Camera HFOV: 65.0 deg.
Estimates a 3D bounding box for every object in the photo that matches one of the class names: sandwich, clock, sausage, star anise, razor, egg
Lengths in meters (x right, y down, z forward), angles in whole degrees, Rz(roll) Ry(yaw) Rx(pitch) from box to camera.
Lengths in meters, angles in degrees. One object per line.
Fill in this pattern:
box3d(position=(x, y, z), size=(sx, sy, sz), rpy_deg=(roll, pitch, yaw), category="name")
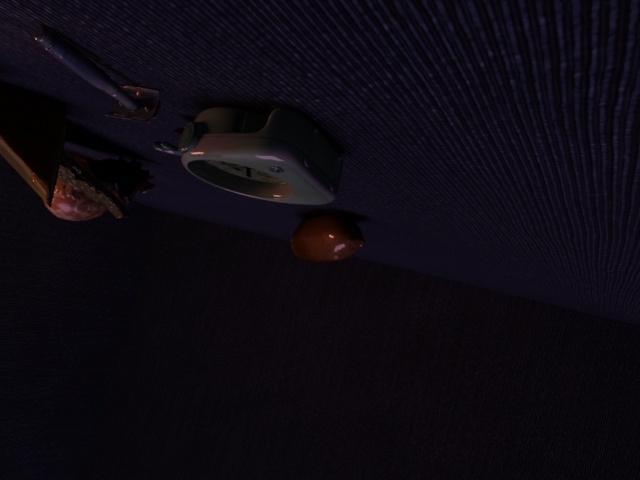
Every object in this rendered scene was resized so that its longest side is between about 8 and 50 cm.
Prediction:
box3d(position=(-0.496, -0.155, 0.772), size=(0.188, 0.144, 0.117), rpy_deg=(16, 158, -21), category="sandwich")
box3d(position=(-0.090, -0.098, 0.587), size=(0.211, 0.065, 0.159), rpy_deg=(9, 169, 23), category="clock")
box3d(position=(-0.003, -0.001, 1.320), size=(0.136, 0.123, 0.501), rpy_deg=(14, 176, -9), category="sausage")
box3d(position=(-0.488, -0.117, 1.191), size=(0.148, 0.218, 0.227), rpy_deg=(17, 134, -25), category="star anise")
box3d(position=(-0.231, -0.171, 0.513), size=(0.068, 0.040, 0.135), rpy_deg=(13, 169, 22), category="razor")
box3d(position=(-0.713, -0.151, 1.480), size=(0.195, 0.194, 0.233), rpy_deg=(15, -172, 9), category="egg")

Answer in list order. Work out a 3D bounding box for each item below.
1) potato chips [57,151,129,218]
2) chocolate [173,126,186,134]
box3d(position=(-0.590, -0.174, 1.039), size=(0.359, 0.070, 0.429), rpy_deg=(23, 167, 21), category="potato chips")
box3d(position=(-0.126, -0.128, 0.712), size=(0.086, 0.028, 0.182), rpy_deg=(3, 168, 23), category="chocolate")
